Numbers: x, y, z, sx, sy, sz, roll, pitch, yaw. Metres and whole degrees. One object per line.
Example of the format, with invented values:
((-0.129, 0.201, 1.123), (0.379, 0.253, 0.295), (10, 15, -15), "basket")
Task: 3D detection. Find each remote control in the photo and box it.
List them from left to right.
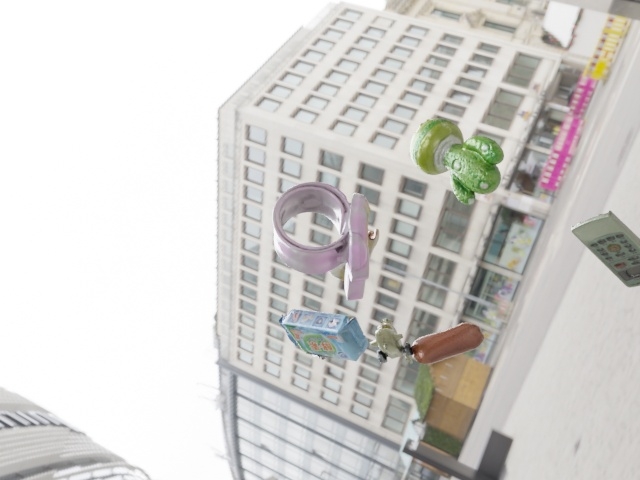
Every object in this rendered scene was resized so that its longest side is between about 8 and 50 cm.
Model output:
((0.806, 0.027, 1.605), (0.123, 0.285, 0.038), (-29, 31, 45), "remote control")

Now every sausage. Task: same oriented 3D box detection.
((0.336, 0.272, 1.574), (0.077, 0.194, 0.077), (161, 90, -88), "sausage")

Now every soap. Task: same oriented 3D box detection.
((0.008, 0.294, 1.867), (0.077, 0.293, 0.156), (-55, -52, -33), "soap")

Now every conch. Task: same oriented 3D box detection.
((0.120, 0.062, 2.014), (0.158, 0.127, 0.255), (-21, -10, -36), "conch")

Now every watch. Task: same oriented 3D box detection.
((0.000, 0.000, 1.340), (0.210, 0.218, 0.248), (92, -177, -60), "watch")

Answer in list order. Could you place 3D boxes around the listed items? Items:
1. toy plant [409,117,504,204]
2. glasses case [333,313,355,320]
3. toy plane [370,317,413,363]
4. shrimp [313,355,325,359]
((0.437, -0.248, 1.883), (0.185, 0.316, 0.224), (-9, -55, -32), "toy plant")
((0.078, 0.262, 1.963), (0.021, 0.084, 0.032), (96, -178, -78), "glasses case")
((0.206, 0.283, 1.612), (0.286, 0.092, 0.108), (46, -151, -51), "toy plane")
((0.020, 0.360, 2.099), (0.144, 0.052, 0.251), (-33, 12, 2), "shrimp")
